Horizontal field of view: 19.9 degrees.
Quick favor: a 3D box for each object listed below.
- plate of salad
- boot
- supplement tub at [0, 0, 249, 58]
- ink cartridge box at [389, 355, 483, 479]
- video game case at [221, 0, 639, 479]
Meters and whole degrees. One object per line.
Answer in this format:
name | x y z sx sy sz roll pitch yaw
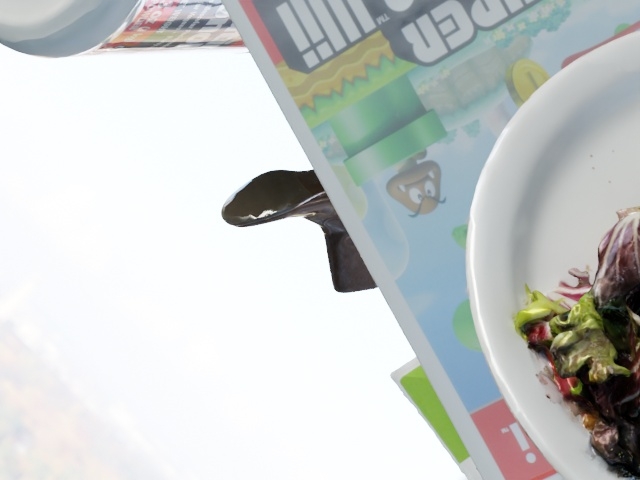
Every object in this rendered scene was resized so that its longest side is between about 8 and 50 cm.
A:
plate of salad | 0.144 0.008 0.548 0.200 0.200 0.048 44 -24 18
boot | 0.000 0.000 1.146 0.114 0.106 0.037 73 -3 -47
supplement tub | -0.094 -0.214 1.175 0.191 0.191 0.272 42 29 26
ink cartridge box | 0.159 0.139 0.903 0.255 0.189 0.097 54 -29 9
video game case | 0.084 -0.062 0.687 0.285 0.204 0.025 61 28 1
